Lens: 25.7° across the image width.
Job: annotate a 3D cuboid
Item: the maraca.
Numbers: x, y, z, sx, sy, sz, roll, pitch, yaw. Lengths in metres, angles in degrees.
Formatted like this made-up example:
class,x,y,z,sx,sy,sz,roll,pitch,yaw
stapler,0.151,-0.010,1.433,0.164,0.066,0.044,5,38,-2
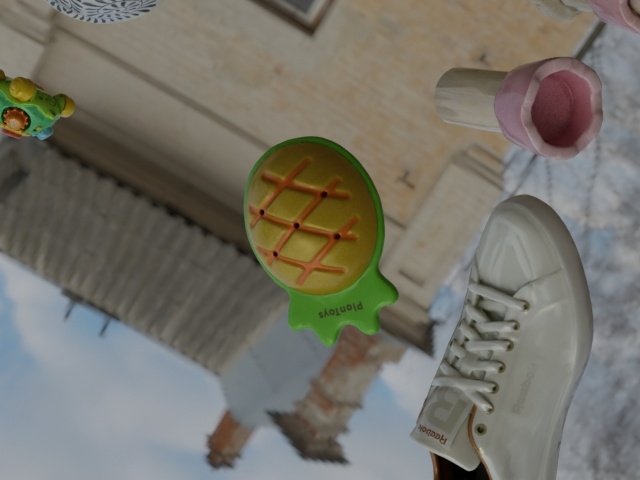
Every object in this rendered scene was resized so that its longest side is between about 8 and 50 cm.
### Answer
class,x,y,z,sx,sy,sz,roll,pitch,yaw
maraca,0.000,0.000,1.231,0.099,0.127,0.185,-24,-84,-67

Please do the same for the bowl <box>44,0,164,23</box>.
class,x,y,z,sx,sy,sz,roll,pitch,yaw
bowl,-0.203,-0.279,1.280,0.170,0.170,0.080,29,-170,-10

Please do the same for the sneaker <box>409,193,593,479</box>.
class,x,y,z,sx,sy,sz,roll,pitch,yaw
sneaker,0.137,0.111,1.112,0.123,0.290,0.106,-13,-158,-39

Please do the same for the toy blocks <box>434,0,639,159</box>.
class,x,y,z,sx,sy,sz,roll,pitch,yaw
toy blocks,0.171,-0.244,0.851,0.288,0.309,0.260,47,165,-28

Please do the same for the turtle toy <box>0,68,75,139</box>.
class,x,y,z,sx,sy,sz,roll,pitch,yaw
turtle toy,-0.345,-0.151,1.566,0.130,0.066,0.095,21,180,31
